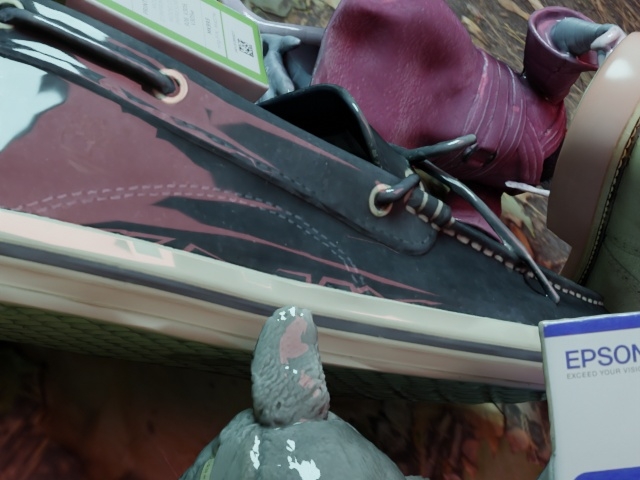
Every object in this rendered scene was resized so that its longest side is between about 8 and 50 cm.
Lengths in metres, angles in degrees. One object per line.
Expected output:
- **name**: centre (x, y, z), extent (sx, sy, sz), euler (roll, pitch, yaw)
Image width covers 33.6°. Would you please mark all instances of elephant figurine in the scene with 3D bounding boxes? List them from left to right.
- **elephant figurine**: centre (0.036, 0.179, 0.472), extent (0.239, 0.186, 0.169), euler (24, 36, -27)

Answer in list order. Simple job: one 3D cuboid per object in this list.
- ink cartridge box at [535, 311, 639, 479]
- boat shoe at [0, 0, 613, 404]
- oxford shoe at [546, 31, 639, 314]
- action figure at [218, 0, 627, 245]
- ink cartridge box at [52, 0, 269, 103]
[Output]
- **ink cartridge box**: centre (0.199, 0.211, 0.489), extent (0.069, 0.176, 0.371), euler (-147, -129, -88)
- **boat shoe**: centre (0.000, 0.000, 0.566), extent (0.500, 0.187, 0.156), euler (16, 72, -35)
- **oxford shoe**: centre (0.244, 0.028, 0.736), extent (0.146, 0.140, 0.397), euler (27, -17, 24)
- **action figure**: centre (0.091, -0.093, 0.826), extent (0.370, 0.248, 0.276), euler (20, 17, -36)
- **ink cartridge box**: centre (-0.143, -0.110, 0.584), extent (0.209, 0.109, 0.062), euler (21, 43, -37)
